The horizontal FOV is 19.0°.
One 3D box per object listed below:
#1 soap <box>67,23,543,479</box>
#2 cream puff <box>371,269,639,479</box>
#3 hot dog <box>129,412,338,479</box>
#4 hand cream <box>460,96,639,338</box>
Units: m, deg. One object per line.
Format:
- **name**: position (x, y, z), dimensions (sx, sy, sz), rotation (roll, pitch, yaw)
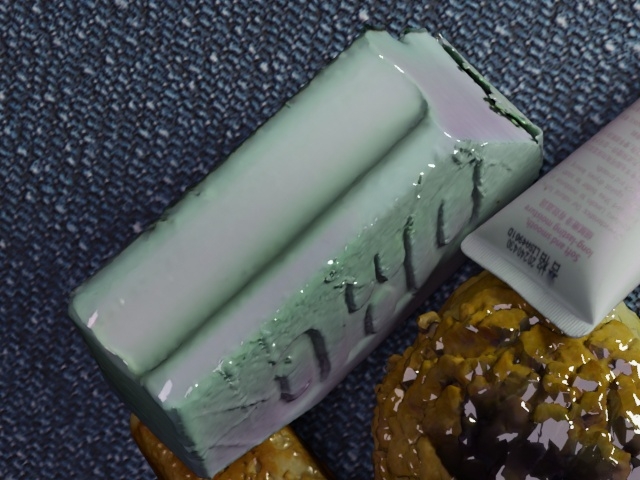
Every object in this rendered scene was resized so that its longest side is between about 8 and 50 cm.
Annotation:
- **soap**: position (0.000, 0.000, 1.708), dimensions (0.156, 0.261, 0.446), rotation (40, 74, 22)
- **cream puff**: position (0.203, 0.182, 1.697), dimensions (0.327, 0.231, 0.343), rotation (-6, 87, 16)
- **hot dog**: position (-0.064, 0.237, 1.788), dimensions (0.150, 0.153, 0.256), rotation (-37, 57, -8)
- **hand cream**: position (0.306, -0.065, 1.691), dimensions (0.359, 0.118, 0.185), rotation (-40, 43, -7)
